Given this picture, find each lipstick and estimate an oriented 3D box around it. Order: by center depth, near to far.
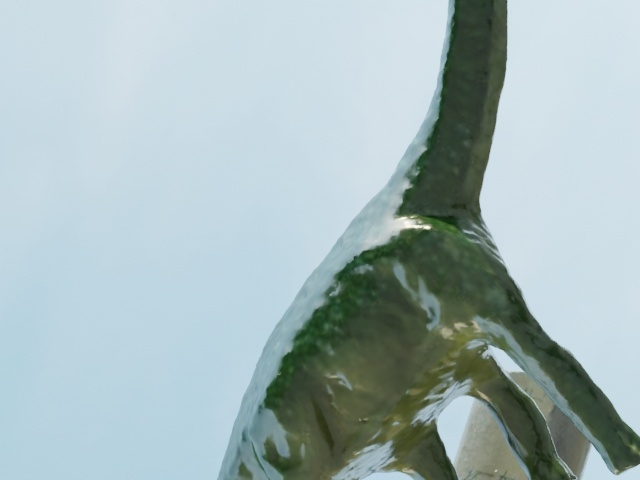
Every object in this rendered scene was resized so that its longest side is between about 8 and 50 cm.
[{"bbox_3d":[0.117,0.218,0.932,0.077,0.079,0.253,42,-119,-46],"label":"lipstick"}]

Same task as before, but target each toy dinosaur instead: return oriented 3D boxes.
[{"bbox_3d":[0.000,0.000,0.591,0.301,0.447,0.087,57,-168,5],"label":"toy dinosaur"}]
